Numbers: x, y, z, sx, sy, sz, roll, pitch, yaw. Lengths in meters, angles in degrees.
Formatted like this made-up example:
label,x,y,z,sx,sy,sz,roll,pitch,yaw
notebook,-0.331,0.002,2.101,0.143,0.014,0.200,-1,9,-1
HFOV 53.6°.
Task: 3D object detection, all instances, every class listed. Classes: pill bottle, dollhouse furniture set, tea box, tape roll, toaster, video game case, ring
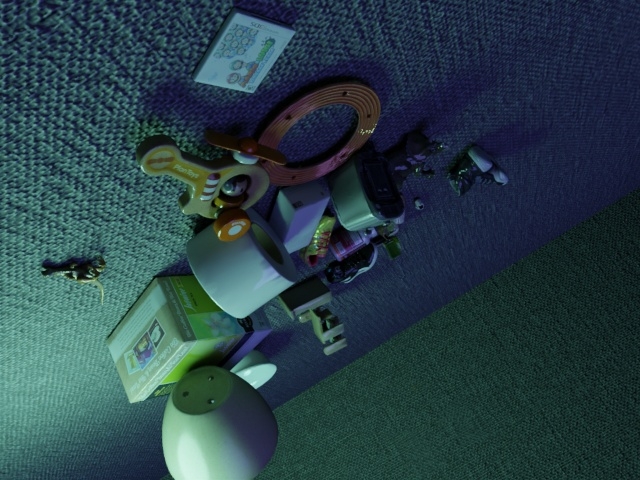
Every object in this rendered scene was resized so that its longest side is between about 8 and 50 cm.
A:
label,x,y,z,sx,sy,sz,roll,pitch,yaw
pill bottle,0.101,-0.006,2.018,0.152,0.086,0.086,-31,156,1
dollhouse furniture set,-0.038,0.277,2.275,0.161,0.212,0.242,-25,129,-17
tea box,-0.384,0.276,1.850,0.324,0.220,0.329,-1,142,-50
tape roll,-0.195,0.051,1.595,0.169,0.246,0.246,-36,156,10
dollhouse furniture set,0.235,0.026,2.196,0.076,0.058,0.152,-28,-175,-9
toaster,0.111,-0.131,1.663,0.129,0.226,0.146,-10,166,-42
video game case,-0.140,-0.343,1.164,0.143,0.019,0.157,-2,144,-47
ring,-0.010,-0.249,1.486,0.337,0.032,0.336,-24,155,-12

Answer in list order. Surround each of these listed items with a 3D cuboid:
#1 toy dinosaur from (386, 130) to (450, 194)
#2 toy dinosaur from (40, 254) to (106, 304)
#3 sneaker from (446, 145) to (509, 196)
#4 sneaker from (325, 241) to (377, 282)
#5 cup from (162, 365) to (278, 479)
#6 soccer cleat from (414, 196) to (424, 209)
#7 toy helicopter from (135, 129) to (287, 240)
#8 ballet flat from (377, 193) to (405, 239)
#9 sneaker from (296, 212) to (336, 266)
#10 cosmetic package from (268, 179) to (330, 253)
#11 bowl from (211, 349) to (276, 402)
label,x,y,z,sx,sy,sz,roll,pitch,yaw
toy dinosaur,0.218,-0.201,1.777,0.314,0.121,0.160,-34,144,18
toy dinosaur,-0.554,0.084,1.496,0.112,0.064,0.211,-20,152,23
sneaker,0.507,-0.210,2.076,0.153,0.101,0.269,-40,149,22
sneaker,0.100,0.089,2.210,0.121,0.079,0.217,-7,149,-44
cup,-0.302,0.488,1.765,0.331,0.331,0.236,-23,129,-16
soccer cleat,0.335,-0.116,2.133,0.029,0.035,0.083,-32,156,4
toy helicopter,-0.226,-0.145,1.316,0.235,0.140,0.355,-40,152,17
ballet flat,0.244,-0.071,2.079,0.073,0.067,0.206,-20,154,-21
sneaker,0.000,0.000,1.905,0.082,0.094,0.208,-10,148,-35
cosmetic package,-0.069,-0.058,1.714,0.117,0.085,0.231,-25,155,-32
bowl,-0.330,0.506,2.469,0.298,0.134,0.298,-24,155,-12
